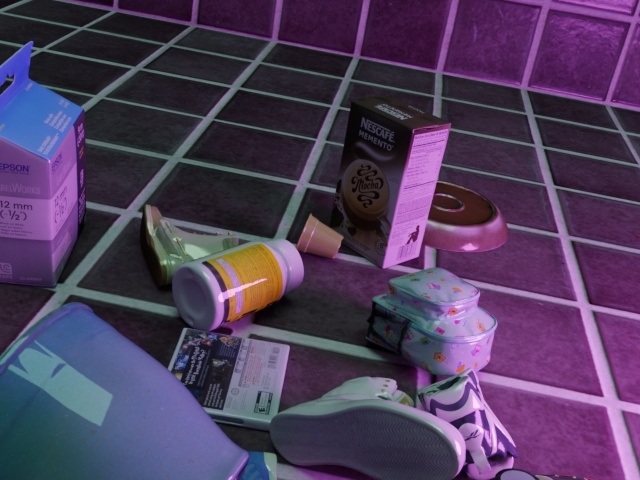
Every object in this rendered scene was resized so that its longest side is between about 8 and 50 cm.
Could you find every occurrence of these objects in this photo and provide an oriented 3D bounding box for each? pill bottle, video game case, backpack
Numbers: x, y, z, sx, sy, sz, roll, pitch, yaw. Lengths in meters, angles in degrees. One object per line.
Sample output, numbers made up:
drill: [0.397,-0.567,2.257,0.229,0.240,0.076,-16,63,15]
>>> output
pill bottle: [-0.134,0.068,1.372,0.119,0.119,0.208,31,34,34]
video game case: [-0.142,0.204,1.218,0.173,0.022,0.190,10,28,-1]
backpack: [0.192,0.134,1.330,0.166,0.144,0.188,-11,35,-41]

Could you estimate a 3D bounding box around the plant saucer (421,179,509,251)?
plant saucer: [0.278,-0.069,1.843,0.310,0.050,0.310,8,29,-4]

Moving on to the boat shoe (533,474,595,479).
boat shoe: [0.320,0.340,1.092,0.133,0.049,0.042,5,-1,5]

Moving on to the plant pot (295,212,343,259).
plant pot: [0.000,0.000,1.601,0.079,0.083,0.083,24,28,-1]

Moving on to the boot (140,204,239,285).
boot: [-0.241,0.004,1.504,0.165,0.077,0.213,-4,36,-23]

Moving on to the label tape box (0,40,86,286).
label tape box: [-0.480,-0.133,1.390,0.115,0.348,0.249,7,28,-6]

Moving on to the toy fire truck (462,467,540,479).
toy fire truck: [0.210,0.393,0.872,0.217,0.158,0.246,-5,21,-27]

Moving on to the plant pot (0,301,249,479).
plant pot: [-0.228,0.248,0.877,0.255,0.272,0.271,31,31,6]

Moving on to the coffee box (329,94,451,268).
coffee box: [0.131,-0.119,1.618,0.119,0.297,0.168,-17,37,-41]

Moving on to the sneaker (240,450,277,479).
sneaker: [-0.093,0.309,0.990,0.084,0.058,0.152,10,23,-12]

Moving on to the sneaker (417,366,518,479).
sneaker: [0.211,0.269,1.154,0.094,0.153,0.235,-23,-8,0]

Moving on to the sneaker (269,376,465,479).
sneaker: [0.091,0.232,1.063,0.292,0.108,0.169,-3,11,42]
